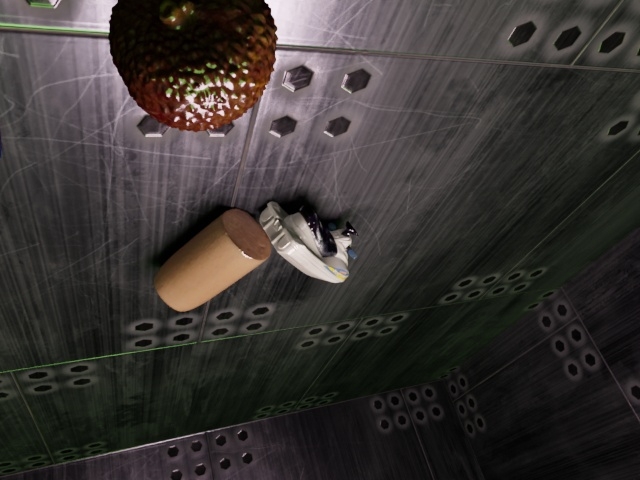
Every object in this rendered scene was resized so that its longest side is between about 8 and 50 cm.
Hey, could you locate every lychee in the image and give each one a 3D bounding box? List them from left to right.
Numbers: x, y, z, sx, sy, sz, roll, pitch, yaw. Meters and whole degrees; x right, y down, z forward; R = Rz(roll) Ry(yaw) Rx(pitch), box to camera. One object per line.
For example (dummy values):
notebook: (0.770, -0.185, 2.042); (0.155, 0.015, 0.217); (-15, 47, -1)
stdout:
lychee: (-0.143, -0.215, 0.604); (0.194, 0.195, 0.194); (-14, 150, -8)

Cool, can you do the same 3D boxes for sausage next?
sausage: (-0.226, 0.050, 1.054); (0.253, 0.123, 0.123); (-36, 146, 27)

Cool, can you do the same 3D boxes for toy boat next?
toy boat: (-0.007, 0.002, 1.101); (0.140, 0.141, 0.269); (-35, 149, 26)
